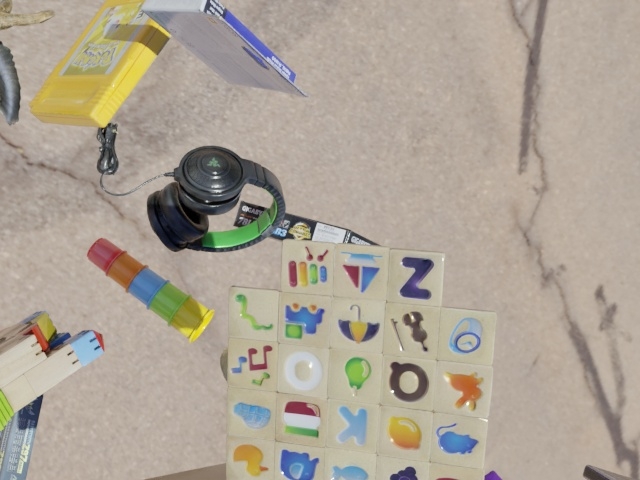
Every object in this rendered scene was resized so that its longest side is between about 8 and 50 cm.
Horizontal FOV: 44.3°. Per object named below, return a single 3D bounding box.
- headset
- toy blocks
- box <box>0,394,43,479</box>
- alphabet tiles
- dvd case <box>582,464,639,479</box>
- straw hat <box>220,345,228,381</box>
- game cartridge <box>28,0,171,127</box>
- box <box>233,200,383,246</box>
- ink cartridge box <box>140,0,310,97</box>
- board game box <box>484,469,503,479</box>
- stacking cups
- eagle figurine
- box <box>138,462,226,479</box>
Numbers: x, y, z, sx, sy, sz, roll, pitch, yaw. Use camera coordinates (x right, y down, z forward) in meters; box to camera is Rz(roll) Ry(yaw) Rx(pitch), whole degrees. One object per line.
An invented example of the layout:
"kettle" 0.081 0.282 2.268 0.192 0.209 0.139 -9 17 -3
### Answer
"headset" -0.256 -0.105 1.550 0.394 0.185 0.243 18 134 -38
"toy blocks" -0.573 0.227 1.444 0.261 0.381 0.191 -36 107 -41
"box" -0.688 0.452 1.703 0.059 0.183 0.233 24 57 -37
"alphabet tiles" 0.037 0.172 0.844 0.011 0.285 0.343 -42 136 -74
"dvd case" 0.588 0.455 1.350 0.179 0.238 0.030 19 89 -8
"straw hat" -0.191 0.320 2.064 0.144 0.145 0.061 -10 151 -36
"game cartridge" -0.421 -0.365 1.549 0.053 0.285 0.324 47 65 -39
"box" 0.000 0.000 1.803 0.295 0.293 0.073 22 87 -59
"ink cartridge box" -0.144 -0.316 1.257 0.223 0.224 0.045 36 80 -46
"board game box" 0.236 0.628 1.079 0.356 0.356 0.357 -30 119 -9
"stacking cups" -0.394 0.105 1.796 0.096 0.316 0.096 -54 177 -4
"eagle figurine" -0.617 -0.298 1.365 0.226 0.298 0.225 17 63 -25
"box" -0.196 0.411 1.109 0.311 0.148 0.121 2 94 -43
